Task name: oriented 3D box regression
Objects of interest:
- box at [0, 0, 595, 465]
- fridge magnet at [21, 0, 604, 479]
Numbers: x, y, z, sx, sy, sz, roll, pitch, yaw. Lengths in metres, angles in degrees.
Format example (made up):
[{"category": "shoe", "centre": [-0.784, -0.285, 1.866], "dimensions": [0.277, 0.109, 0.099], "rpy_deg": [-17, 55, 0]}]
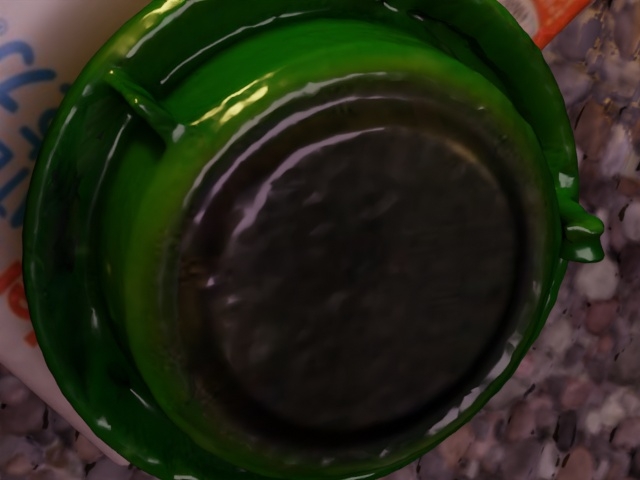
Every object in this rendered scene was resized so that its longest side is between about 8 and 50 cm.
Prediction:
[{"category": "box", "centre": [-0.073, -0.096, 0.610], "dimensions": [0.265, 0.048, 0.273], "rpy_deg": [-45, 117, -2]}, {"category": "fridge magnet", "centre": [0.000, 0.000, 0.592], "dimensions": [0.208, 0.088, 0.208], "rpy_deg": [-8, 113, -19]}]
